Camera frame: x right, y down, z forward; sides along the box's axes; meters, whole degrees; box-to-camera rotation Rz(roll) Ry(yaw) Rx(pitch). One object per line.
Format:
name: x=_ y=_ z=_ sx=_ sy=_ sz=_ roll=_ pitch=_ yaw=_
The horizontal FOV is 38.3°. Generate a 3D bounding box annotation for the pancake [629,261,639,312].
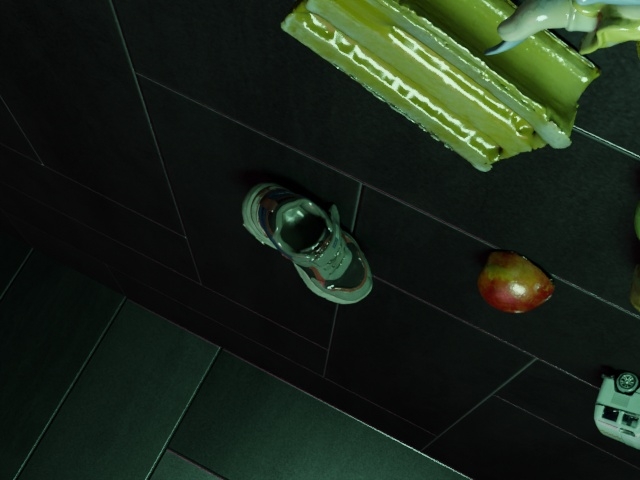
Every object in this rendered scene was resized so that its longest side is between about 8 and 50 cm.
pancake: x=0.421 y=0.164 z=0.871 sx=0.382 sy=0.071 sz=0.382 roll=45 pitch=-167 yaw=-13

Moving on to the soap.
soap: x=0.095 y=-0.155 z=0.742 sx=0.233 sy=0.076 sz=0.135 roll=34 pitch=161 yaw=-18

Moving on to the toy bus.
toy bus: x=0.474 y=0.251 z=1.265 sx=0.193 sy=0.089 sz=0.087 roll=15 pitch=158 yaw=35

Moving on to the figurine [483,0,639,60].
figurine: x=0.191 y=-0.151 z=0.541 sx=0.183 sy=0.128 sz=0.208 roll=35 pitch=170 yaw=-27

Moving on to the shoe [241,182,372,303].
shoe: x=-0.001 y=0.000 z=1.272 sx=0.227 sy=0.099 sz=0.125 roll=39 pitch=163 yaw=-17

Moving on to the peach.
peach: x=0.237 y=0.060 z=1.142 sx=0.098 sy=0.061 sz=0.098 roll=29 pitch=157 yaw=14

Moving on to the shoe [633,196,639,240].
shoe: x=0.372 y=0.009 z=0.732 sx=0.262 sy=0.128 sz=0.140 roll=11 pitch=142 yaw=37
